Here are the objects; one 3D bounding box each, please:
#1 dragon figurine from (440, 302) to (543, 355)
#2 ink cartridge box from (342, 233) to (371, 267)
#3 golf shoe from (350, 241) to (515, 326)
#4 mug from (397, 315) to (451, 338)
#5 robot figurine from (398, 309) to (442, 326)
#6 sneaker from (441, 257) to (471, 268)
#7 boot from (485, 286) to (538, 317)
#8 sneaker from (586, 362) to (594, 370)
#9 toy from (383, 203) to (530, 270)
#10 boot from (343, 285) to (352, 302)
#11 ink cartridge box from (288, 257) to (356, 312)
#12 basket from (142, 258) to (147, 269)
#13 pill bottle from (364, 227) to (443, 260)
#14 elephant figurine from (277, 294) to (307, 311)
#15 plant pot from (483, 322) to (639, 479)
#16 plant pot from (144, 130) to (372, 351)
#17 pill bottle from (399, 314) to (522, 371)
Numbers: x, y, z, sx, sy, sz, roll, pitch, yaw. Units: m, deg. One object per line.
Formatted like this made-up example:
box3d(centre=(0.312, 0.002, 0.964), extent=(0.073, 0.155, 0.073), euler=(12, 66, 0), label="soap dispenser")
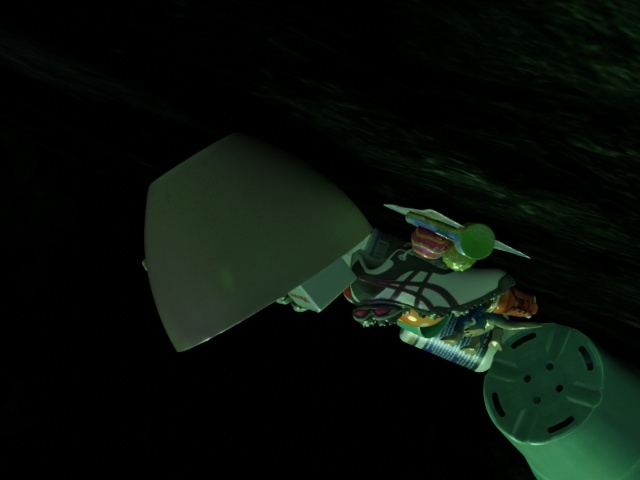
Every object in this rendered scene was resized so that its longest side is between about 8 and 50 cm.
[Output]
box3d(centre=(0.299, 0.122, 2.062), extent=(0.085, 0.144, 0.289), euler=(25, 157, -15), label="dragon figurine")
box3d(centre=(0.000, 0.000, 2.067), extent=(0.217, 0.092, 0.158), euler=(25, 176, -13), label="ink cartridge box")
box3d(centre=(0.164, 0.061, 1.774), extent=(0.272, 0.120, 0.105), euler=(-9, -172, 27), label="golf shoe")
box3d(centre=(0.212, 0.130, 2.371), extent=(0.097, 0.130, 0.157), euler=(24, 178, 34), label="mug")
box3d(centre=(0.162, 0.091, 2.103), extent=(0.158, 0.128, 0.219), euler=(24, 176, -26), label="robot figurine")
box3d(centre=(0.213, 0.063, 1.935), extent=(0.152, 0.061, 0.053), euler=(22, 178, 25), label="sneaker")
box3d(centre=(0.320, 0.099, 1.890), extent=(0.084, 0.059, 0.158), euler=(18, -176, 14), label="boot")
box3d(centre=(0.663, 0.302, 2.533), extent=(0.188, 0.078, 0.067), euler=(19, 175, 35), label="sneaker")
box3d(centre=(0.158, 0.003, 1.431), extent=(0.136, 0.056, 0.237), euler=(25, 176, -10), label="toy")
box3d(centre=(0.018, 0.055, 2.575), extent=(0.176, 0.088, 0.244), euler=(27, -171, -27), label="boot")
box3d(centre=(-0.051, 0.005, 1.823), extent=(0.208, 0.087, 0.153), euler=(53, 169, -12), label="ink cartridge box")
box3d(centre=(-0.219, -0.001, 2.348), extent=(0.213, 0.223, 0.299), euler=(23, 175, -3), label="basket")
box3d(centre=(0.138, 0.038, 1.885), extent=(0.137, 0.078, 0.078), euler=(23, 176, 1), label="pill bottle")
box3d(centre=(-0.036, 0.031, 2.314), extent=(0.169, 0.186, 0.239), euler=(-8, 148, 0), label="elephant figurine")
box3d(centre=(0.515, 0.343, 2.345), extent=(0.341, 0.341, 0.334), euler=(19, 167, 41), label="plant pot")
box3d(centre=(-0.105, -0.020, 1.392), extent=(0.191, 0.284, 0.284), euler=(58, 172, -5), label="plant pot")
box3d(centre=(0.320, 0.197, 2.500), extent=(0.264, 0.153, 0.153), euler=(23, 176, 1), label="pill bottle")
